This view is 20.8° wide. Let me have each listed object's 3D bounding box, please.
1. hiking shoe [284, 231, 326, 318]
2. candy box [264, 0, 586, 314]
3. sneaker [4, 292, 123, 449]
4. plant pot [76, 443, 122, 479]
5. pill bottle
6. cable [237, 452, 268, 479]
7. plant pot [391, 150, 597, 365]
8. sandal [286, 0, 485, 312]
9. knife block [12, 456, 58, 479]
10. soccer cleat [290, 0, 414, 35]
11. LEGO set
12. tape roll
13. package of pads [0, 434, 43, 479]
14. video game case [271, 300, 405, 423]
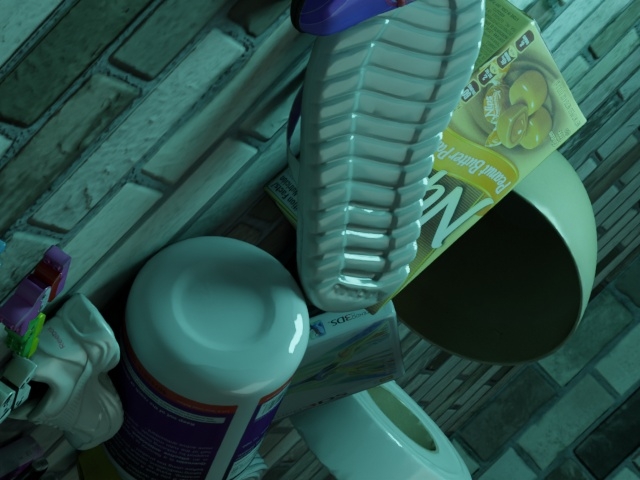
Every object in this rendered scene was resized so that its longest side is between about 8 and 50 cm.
[{"bbox_3d":[0.000,0.000,1.948,0.114,0.086,0.227,10,124,-50],"label":"hiking shoe"},{"bbox_3d":[0.114,-0.090,1.826,0.316,0.087,0.183,-43,138,-3],"label":"candy box"},{"bbox_3d":[-0.258,0.142,1.682,0.115,0.090,0.232,-29,151,-21],"label":"sneaker"},{"bbox_3d":[-0.228,0.270,2.015,0.095,0.134,0.134,-12,154,-15],"label":"plant pot"},{"bbox_3d":[-0.131,0.147,1.796,0.181,0.181,0.323,-33,162,-32],"label":"pill bottle"},{"bbox_3d":[-0.186,0.358,2.368,0.257,0.089,0.257,-39,164,-15],"label":"cable"},{"bbox_3d":[0.212,-0.020,2.073,0.191,0.284,0.284,-50,173,-43],"label":"plant pot"},{"bbox_3d":[0.035,-0.114,1.648,0.169,0.102,0.416,-6,127,-29],"label":"sandal"},{"bbox_3d":[-0.370,0.328,1.823,0.088,0.275,0.242,-15,112,-56],"label":"knife block"},{"bbox_3d":[0.115,-0.258,1.457,0.318,0.116,0.109,-38,163,-17],"label":"soccer cleat"},{"bbox_3d":[-0.283,0.080,1.426,0.093,0.087,0.227,-50,171,-37],"label":"LEGO set"},{"bbox_3d":[0.080,0.276,2.446,0.100,0.286,0.286,-47,164,10],"label":"tape roll"},{"bbox_3d":[-0.333,0.238,1.818,0.083,0.032,0.050,-28,163,-40],"label":"package of pads"},{"bbox_3d":[-0.046,0.166,2.116,0.299,0.036,0.329,-20,162,-1],"label":"video game case"}]
